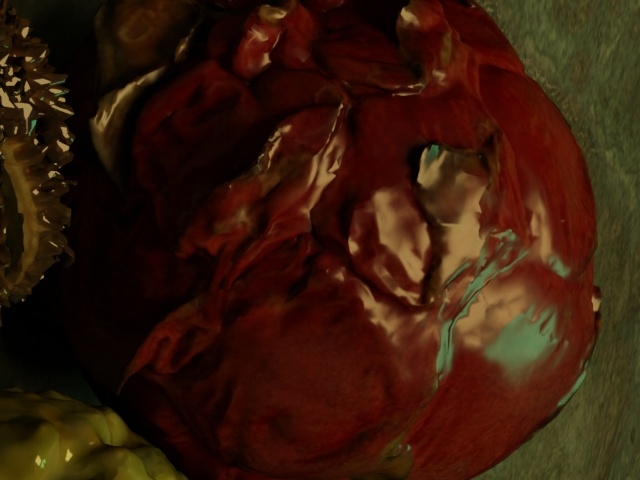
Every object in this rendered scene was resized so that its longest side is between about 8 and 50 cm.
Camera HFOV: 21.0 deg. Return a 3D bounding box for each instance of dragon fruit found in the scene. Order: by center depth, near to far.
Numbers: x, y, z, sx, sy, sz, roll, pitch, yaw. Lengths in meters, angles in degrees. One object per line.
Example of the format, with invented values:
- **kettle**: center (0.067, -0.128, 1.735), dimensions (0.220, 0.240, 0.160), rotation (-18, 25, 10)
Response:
- **dragon fruit**: center (0.000, 0.000, 0.841), dimensions (0.342, 0.277, 0.277), rotation (44, 60, -54)

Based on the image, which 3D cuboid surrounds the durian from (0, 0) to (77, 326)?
- **durian**: center (-0.157, -0.033, 0.617), dimensions (0.196, 0.167, 0.196), rotation (-161, -90, -73)

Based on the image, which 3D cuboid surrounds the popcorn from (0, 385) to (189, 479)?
- **popcorn**: center (-0.128, 0.170, 0.739), dimensions (0.204, 0.183, 0.221), rotation (-43, 131, -51)
